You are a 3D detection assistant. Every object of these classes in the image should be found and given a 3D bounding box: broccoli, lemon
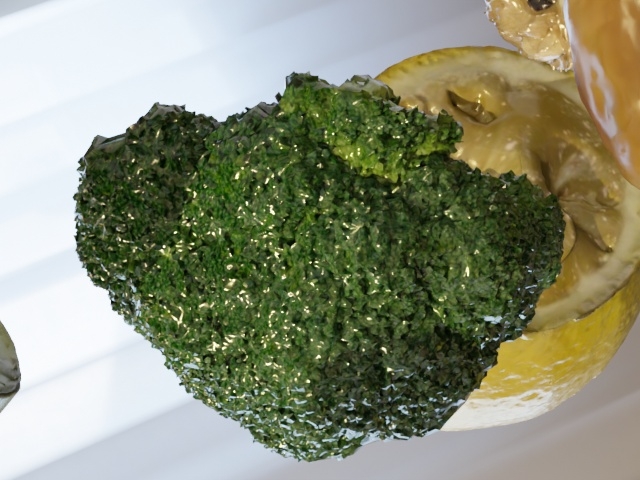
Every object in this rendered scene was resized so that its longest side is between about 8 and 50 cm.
[{"bbox_3d":[0.000,0.000,1.014,0.245,0.295,0.265,-95,2,-57],"label":"broccoli"},{"bbox_3d":[0.134,0.020,1.563,0.364,0.364,0.364,56,159,34],"label":"lemon"}]

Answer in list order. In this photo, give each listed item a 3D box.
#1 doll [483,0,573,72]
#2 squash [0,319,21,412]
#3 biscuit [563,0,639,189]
[{"bbox_3d":[0.124,-0.165,0.861,0.115,0.105,0.221,47,-161,-40],"label":"doll"},{"bbox_3d":[-0.374,0.126,0.872,0.263,0.384,0.263,43,-175,-5],"label":"squash"},{"bbox_3d":[0.219,-0.125,0.634,0.091,0.274,0.213,125,128,-81],"label":"biscuit"}]
